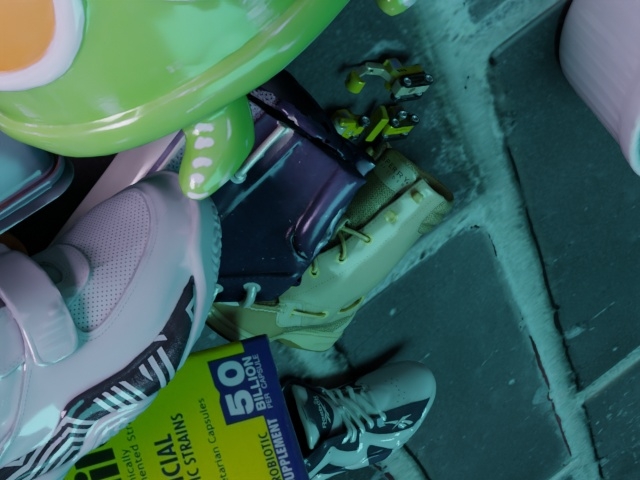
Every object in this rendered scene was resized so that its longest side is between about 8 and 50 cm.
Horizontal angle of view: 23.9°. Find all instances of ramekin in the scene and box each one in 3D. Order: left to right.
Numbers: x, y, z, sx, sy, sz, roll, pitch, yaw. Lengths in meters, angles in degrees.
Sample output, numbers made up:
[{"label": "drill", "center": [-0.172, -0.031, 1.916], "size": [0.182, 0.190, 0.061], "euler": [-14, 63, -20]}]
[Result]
[{"label": "ramekin", "center": [0.352, -0.199, 1.389], "size": [0.277, 0.135, 0.277], "euler": [-28, 150, -18]}]

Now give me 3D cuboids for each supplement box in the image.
[{"label": "supplement box", "center": [-0.202, 0.221, 1.177], "size": [0.356, 0.194, 0.195], "euler": [-13, 170, -29]}]

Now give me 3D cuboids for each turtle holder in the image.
[{"label": "turtle holder", "center": [-0.074, -0.201, 0.773], "size": [0.320, 0.243, 0.227], "euler": [-35, 128, -2]}]

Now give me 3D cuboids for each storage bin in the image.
[{"label": "storage bin", "center": [-0.215, -0.082, 0.901], "size": [0.098, 0.135, 0.091], "euler": [-34, 142, -10]}]

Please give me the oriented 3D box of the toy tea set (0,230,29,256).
[{"label": "toy tea set", "center": [-0.355, 0.058, 0.991], "size": [0.336, 0.124, 0.200], "euler": [-2, 106, -44]}]

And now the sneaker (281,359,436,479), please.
[{"label": "sneaker", "center": [0.020, 0.186, 1.600], "size": [0.235, 0.094, 0.153], "euler": [-24, 159, -7]}]

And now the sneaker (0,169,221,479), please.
[{"label": "sneaker", "center": [-0.225, 0.059, 0.918], "size": [0.366, 0.137, 0.210], "euler": [-48, 134, -12]}]

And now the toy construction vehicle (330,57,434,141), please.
[{"label": "toy construction vehicle", "center": [0.048, -0.117, 1.264], "size": [0.098, 0.035, 0.086], "euler": [-13, 153, -36]}]

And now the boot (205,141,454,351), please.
[{"label": "boot", "center": [0.000, 0.000, 1.303], "size": [0.203, 0.095, 0.262], "euler": [-47, 153, 15]}]

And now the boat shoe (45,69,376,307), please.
[{"label": "boat shoe", "center": [-0.105, 0.019, 1.106], "size": [0.340, 0.158, 0.127], "euler": [-52, -179, 22]}]
